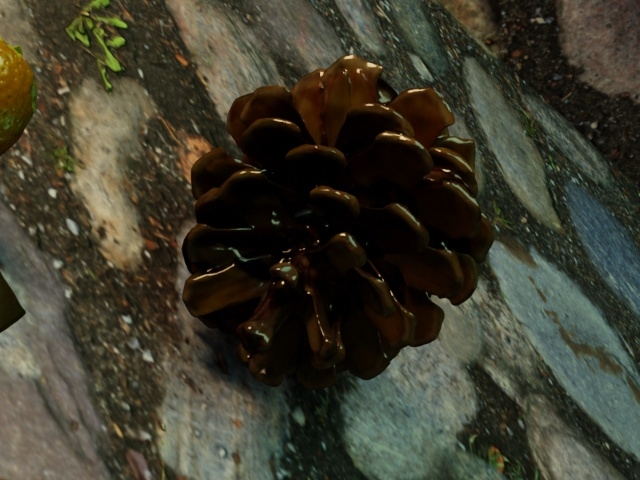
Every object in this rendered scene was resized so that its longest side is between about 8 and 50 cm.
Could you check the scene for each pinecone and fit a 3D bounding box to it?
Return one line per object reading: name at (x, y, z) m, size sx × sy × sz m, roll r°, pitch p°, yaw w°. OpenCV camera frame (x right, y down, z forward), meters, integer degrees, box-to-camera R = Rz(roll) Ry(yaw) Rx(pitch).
pinecone at (0.000, 0.000, 1.867) m, size 0.384 × 0.384 × 0.384 m, roll 40°, pitch 26°, yaw -24°

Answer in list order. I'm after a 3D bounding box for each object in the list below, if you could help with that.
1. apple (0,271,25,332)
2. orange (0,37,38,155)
apple at (-0.382, -0.021, 1.304) m, size 0.346 × 0.254 × 0.179 m, roll 54°, pitch 36°, yaw -21°
orange at (-0.394, -0.166, 1.612) m, size 0.158 × 0.179 × 0.237 m, roll -36°, pitch 91°, yaw -45°
